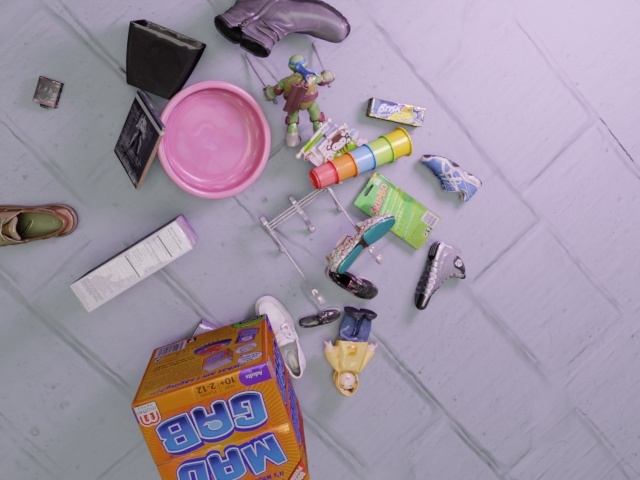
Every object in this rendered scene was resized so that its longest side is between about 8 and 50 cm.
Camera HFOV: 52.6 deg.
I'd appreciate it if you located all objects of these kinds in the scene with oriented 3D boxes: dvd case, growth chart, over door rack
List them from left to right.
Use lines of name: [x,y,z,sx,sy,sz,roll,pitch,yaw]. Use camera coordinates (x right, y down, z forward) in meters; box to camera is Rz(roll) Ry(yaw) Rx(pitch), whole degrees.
dvd case: [-0.502,-0.278,1.792,0.018,0.164,0.221,-7,141,-44]
over door rack: [0.000,0.000,1.948,0.240,0.108,0.324,-36,89,-2]
growth chart: [0.048,-0.265,1.909,0.172,0.021,0.237,-52,137,9]

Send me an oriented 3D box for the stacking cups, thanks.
stacking cups: [0.116,-0.242,1.902,0.316,0.096,0.096,-23,101,-19]

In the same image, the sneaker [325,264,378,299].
sneaker: [0.098,0.138,2.007,0.178,0.077,0.071,23,96,-11]

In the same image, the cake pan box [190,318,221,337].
cake pan box: [-0.322,0.404,1.998,0.246,0.070,0.266,28,94,-13]

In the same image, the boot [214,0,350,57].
boot: [-0.105,-0.580,1.793,0.338,0.118,0.222,22,60,6]

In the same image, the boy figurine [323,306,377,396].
boy figurine: [0.089,0.351,2.031,0.177,0.092,0.285,12,95,-20]

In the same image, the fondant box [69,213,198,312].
fondant box: [-0.516,0.056,1.831,0.330,0.238,0.096,-31,100,-2]

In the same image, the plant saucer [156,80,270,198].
plant saucer: [-0.309,-0.286,1.849,0.332,0.084,0.331,-6,105,-24]

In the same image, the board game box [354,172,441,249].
board game box: [0.237,-0.092,2.012,0.259,0.039,0.124,34,92,-14]

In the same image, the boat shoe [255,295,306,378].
boat shoe: [-0.115,0.299,1.993,0.098,0.096,0.277,-27,101,-2]

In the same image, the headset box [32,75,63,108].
headset box: [-0.771,-0.415,1.829,0.062,0.032,0.083,19,94,-10]

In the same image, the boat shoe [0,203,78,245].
boat shoe: [-0.863,-0.045,1.829,0.324,0.120,0.122,-10,100,-6]

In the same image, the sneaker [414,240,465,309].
sneaker: [0.390,0.124,2.042,0.132,0.086,0.228,17,95,-12]

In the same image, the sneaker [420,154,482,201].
sneaker: [0.396,-0.196,1.995,0.211,0.080,0.081,30,91,-10]

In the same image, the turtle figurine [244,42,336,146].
turtle figurine: [-0.056,-0.426,1.889,0.198,0.275,0.266,-23,123,-26]

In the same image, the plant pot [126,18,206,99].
plant pot: [-0.440,-0.495,1.795,0.188,0.187,0.166,19,109,-10]

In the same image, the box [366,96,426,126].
box: [0.227,-0.387,1.956,0.169,0.054,0.059,10,97,-8]

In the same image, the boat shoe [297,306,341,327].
boat shoe: [0.000,0.247,2.029,0.142,0.040,0.049,-15,100,-5]

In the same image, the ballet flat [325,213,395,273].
ballet flat: [0.107,-0.006,1.861,0.241,0.091,0.077,-42,57,-7]

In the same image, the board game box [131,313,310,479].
board game box: [-0.260,0.470,1.792,0.357,0.356,0.356,-18,104,0]
